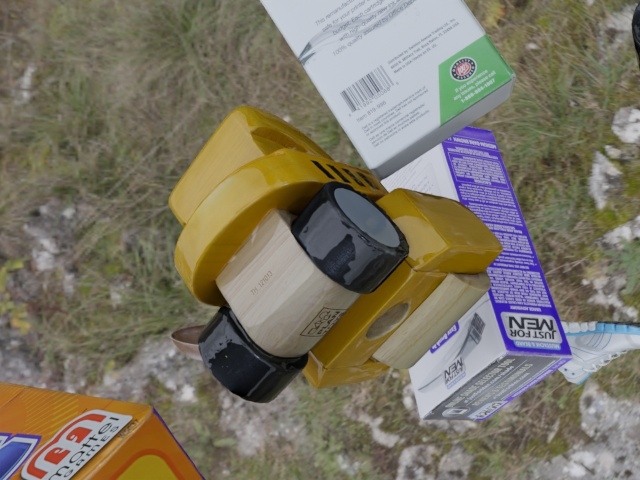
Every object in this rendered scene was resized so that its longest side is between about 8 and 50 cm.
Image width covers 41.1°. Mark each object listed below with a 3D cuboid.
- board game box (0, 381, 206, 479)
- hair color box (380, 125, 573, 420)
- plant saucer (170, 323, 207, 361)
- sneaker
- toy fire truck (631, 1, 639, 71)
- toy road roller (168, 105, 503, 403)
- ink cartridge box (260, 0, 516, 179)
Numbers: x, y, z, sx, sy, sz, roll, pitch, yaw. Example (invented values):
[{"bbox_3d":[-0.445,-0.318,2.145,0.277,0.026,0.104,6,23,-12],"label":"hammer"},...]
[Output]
[{"bbox_3d":[-0.218,0.341,0.536,0.356,0.356,0.356,-7,120,51],"label":"board game box"},{"bbox_3d":[0.175,0.036,1.086,0.185,0.110,0.339,-52,39,47],"label":"hair color box"},{"bbox_3d":[-0.148,0.170,1.407,0.198,0.198,0.036,4,95,31],"label":"plant saucer"},{"bbox_3d":[0.347,0.142,1.088,0.190,0.071,0.083,-6,80,42],"label":"sneaker"},{"bbox_3d":[0.256,-0.001,0.307,0.246,0.158,0.217,-8,51,24],"label":"toy fire truck"},{"bbox_3d":[0.000,0.000,0.853,0.202,0.329,0.240,-49,60,22],"label":"toy road roller"},{"bbox_3d":[0.059,-0.185,0.793,0.153,0.087,0.208,-32,82,7],"label":"ink cartridge box"}]
